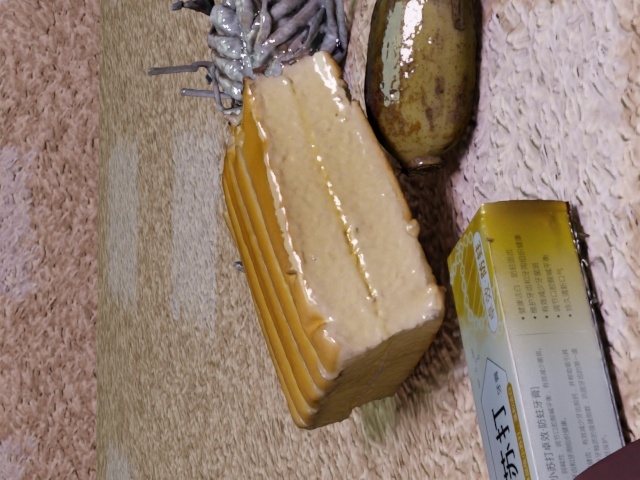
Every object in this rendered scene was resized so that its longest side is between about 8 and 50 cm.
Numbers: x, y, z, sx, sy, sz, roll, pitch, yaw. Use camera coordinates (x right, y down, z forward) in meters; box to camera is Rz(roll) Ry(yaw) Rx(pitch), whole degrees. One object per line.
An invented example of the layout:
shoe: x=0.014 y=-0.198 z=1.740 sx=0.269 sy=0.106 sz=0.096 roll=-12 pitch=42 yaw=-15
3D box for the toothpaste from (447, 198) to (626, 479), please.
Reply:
toothpaste: x=0.146 y=0.130 z=0.951 sx=0.089 sy=0.071 sz=0.313 roll=116 pitch=149 yaw=-60

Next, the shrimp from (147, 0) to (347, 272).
shrimp: x=-0.051 y=-0.154 z=1.441 sx=0.221 sy=0.166 sz=0.411 roll=-16 pitch=86 yaw=37

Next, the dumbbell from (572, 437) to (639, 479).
dumbbell: x=0.198 y=0.194 z=0.677 sx=0.124 sy=0.140 sz=0.225 roll=56 pitch=-170 yaw=-42

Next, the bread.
bread: x=0.000 y=0.000 z=1.209 sx=0.239 sy=0.111 sz=0.246 roll=110 pitch=142 yaw=-69

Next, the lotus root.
lotus root: x=0.073 y=-0.136 z=1.152 sx=0.089 sy=0.080 sz=0.179 roll=-153 pitch=62 yaw=-67
